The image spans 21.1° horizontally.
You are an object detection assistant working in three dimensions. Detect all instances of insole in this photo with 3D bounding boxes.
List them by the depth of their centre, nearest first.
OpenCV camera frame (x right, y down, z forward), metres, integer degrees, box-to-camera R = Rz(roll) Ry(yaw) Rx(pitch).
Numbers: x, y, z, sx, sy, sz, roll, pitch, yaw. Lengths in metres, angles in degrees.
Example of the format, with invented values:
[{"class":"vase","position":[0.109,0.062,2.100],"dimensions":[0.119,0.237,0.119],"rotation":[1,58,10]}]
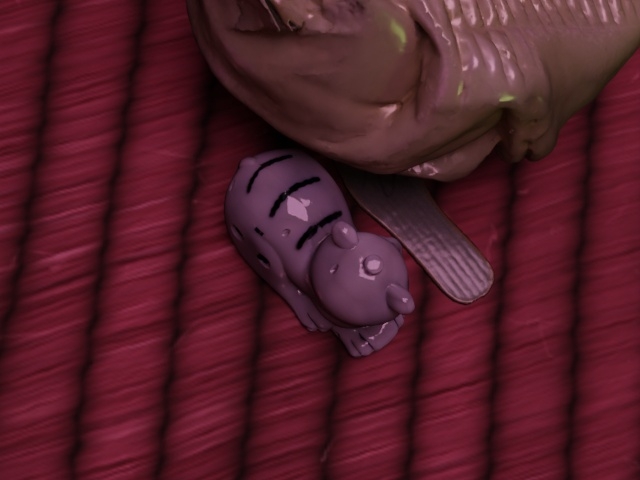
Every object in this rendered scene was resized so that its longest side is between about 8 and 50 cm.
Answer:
[{"class":"insole","position":[0.069,-0.028,1.361],"dimensions":[0.064,0.004,0.188],"rotation":[-37,81,-18]}]

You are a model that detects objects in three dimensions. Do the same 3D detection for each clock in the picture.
[{"class":"clock","position":[0.000,0.000,1.280],"dimensions":[0.080,0.117,0.176],"rotation":[-39,82,-19]}]

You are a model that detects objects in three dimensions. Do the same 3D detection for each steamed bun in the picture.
[{"class":"steamed bun","position":[0.039,-0.198,1.295],"dimensions":[0.394,0.237,0.346],"rotation":[22,51,-30]}]
